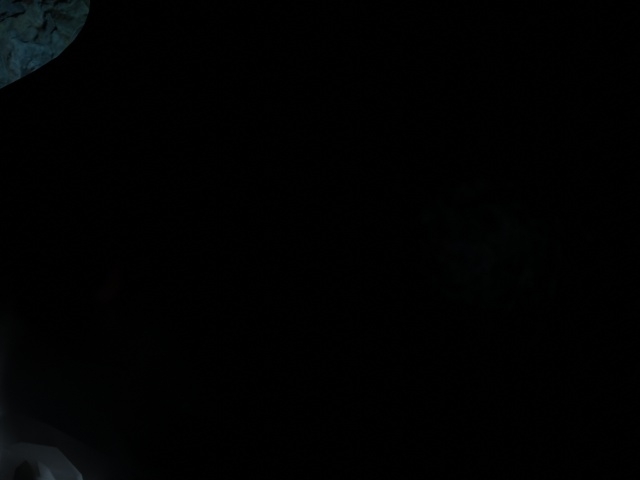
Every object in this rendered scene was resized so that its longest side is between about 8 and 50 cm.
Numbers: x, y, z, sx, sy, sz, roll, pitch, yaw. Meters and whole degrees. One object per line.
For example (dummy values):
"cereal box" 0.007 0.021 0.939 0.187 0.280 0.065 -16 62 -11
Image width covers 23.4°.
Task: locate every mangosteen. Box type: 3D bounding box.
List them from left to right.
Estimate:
"mangosteen" 0.002 0.004 0.463 0.233 0.287 0.287 36 173 6
